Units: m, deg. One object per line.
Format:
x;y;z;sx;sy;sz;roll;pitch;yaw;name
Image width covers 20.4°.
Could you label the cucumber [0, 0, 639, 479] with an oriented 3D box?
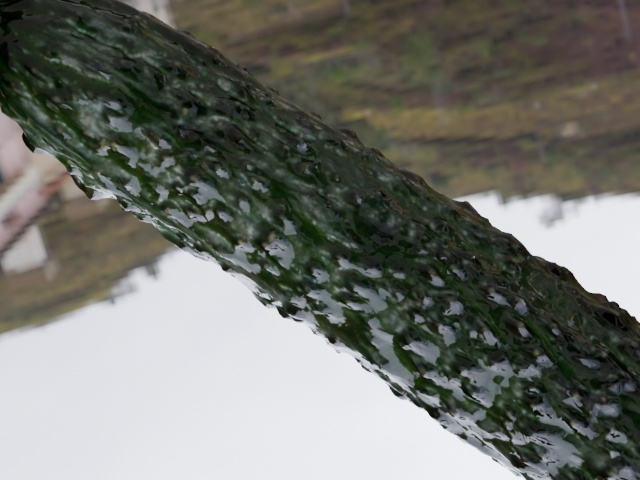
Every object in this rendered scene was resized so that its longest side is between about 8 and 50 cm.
0.000;0.000;0.785;0.359;0.096;0.096;32;-156;0;cucumber
